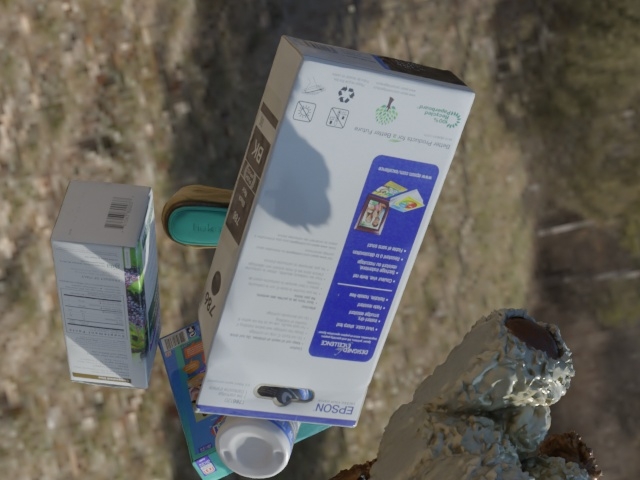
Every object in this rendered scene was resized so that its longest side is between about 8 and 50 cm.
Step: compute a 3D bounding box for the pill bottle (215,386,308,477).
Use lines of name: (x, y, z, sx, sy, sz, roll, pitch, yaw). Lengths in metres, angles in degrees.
pill bottle: (-0.056, 0.173, 1.557, 0.137, 0.078, 0.078, -70, 152, -55)

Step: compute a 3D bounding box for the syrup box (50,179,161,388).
syrup box: (-0.231, 0.052, 1.654, 0.237, 0.096, 0.093, 91, 6, -46)

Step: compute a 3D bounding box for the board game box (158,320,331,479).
board game box: (-0.091, 0.163, 1.743, 0.210, 0.160, 0.047, -113, 178, -49)

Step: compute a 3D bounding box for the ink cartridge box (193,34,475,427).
ink cartridge box: (0.000, 0.000, 1.296, 0.065, 0.165, 0.333, 52, -53, 57)

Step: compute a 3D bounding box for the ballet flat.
ballet flat: (-0.046, -0.022, 1.558, 0.073, 0.232, 0.080, -85, -175, -65)

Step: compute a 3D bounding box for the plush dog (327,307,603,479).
plush dog: (0.147, 0.223, 1.210, 0.225, 0.210, 0.262, 40, 37, -21)
